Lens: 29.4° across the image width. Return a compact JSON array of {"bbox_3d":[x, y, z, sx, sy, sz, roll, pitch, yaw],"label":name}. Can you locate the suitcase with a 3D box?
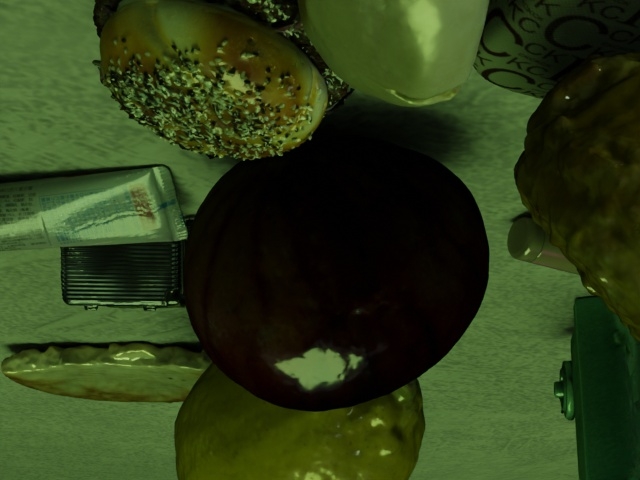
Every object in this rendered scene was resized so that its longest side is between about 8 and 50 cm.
[{"bbox_3d":[-0.175,0.019,1.110,0.126,0.086,0.059,0,-174,2],"label":"suitcase"}]

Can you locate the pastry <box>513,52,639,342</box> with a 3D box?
[{"bbox_3d":[0.197,0.010,0.628,0.240,0.132,0.235,52,180,-20],"label":"pastry"}]

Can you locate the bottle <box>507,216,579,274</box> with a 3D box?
[{"bbox_3d":[0.221,0.006,1.116,0.097,0.045,0.045,11,158,-23],"label":"bottle"}]

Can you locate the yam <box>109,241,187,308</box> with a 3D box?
[{"bbox_3d":[-0.143,0.035,1.184,0.147,0.069,0.069,0,160,6],"label":"yam"}]

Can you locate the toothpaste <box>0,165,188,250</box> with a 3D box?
[{"bbox_3d":[-0.237,-0.022,1.051,0.234,0.057,0.089,-3,136,7],"label":"toothpaste"}]

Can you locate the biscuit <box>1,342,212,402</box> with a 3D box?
[{"bbox_3d":[-0.251,0.179,1.633,0.309,0.040,0.204,-1,160,8],"label":"biscuit"}]

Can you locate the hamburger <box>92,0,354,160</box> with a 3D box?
[{"bbox_3d":[-0.060,-0.104,0.717,0.164,0.093,0.189,19,163,-2],"label":"hamburger"}]

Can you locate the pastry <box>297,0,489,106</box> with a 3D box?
[{"bbox_3d":[0.032,-0.139,0.567,0.092,0.156,0.156,-6,160,1],"label":"pastry"}]

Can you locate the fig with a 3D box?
[{"bbox_3d":[0.007,0.016,0.920,0.235,0.235,0.214,5,123,-11],"label":"fig"}]

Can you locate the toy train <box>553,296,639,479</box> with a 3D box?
[{"bbox_3d":[0.329,0.217,1.343,0.120,0.300,0.202,1,151,4],"label":"toy train"}]

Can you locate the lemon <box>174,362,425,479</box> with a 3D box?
[{"bbox_3d":[-0.024,0.221,1.415,0.286,0.285,0.316,14,114,-33],"label":"lemon"}]

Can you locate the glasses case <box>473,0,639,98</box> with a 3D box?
[{"bbox_3d":[0.187,-0.158,0.597,0.137,0.085,0.354,8,160,-13],"label":"glasses case"}]
